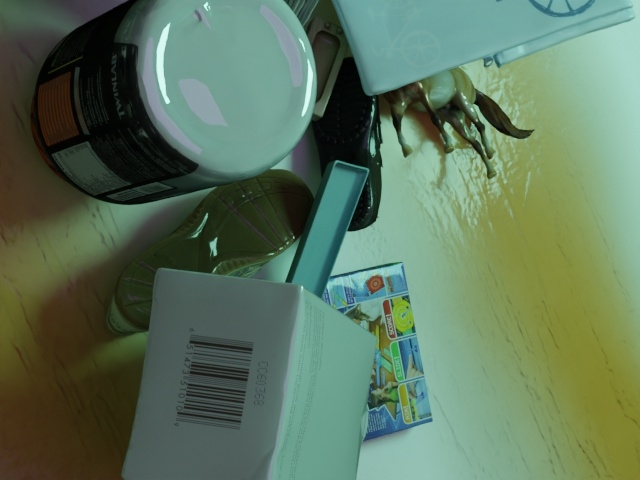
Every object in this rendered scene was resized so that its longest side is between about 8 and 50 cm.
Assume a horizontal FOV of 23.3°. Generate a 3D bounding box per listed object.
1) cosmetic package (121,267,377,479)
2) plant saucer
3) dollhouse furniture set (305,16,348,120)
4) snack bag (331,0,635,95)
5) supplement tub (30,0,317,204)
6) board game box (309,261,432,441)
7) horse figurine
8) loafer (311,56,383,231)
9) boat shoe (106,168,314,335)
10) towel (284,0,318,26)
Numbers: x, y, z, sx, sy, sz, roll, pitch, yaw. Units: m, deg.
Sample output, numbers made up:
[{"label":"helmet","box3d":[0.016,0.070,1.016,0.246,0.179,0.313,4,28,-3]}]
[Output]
[{"label":"cosmetic package","box3d":[-0.058,0.168,1.618,0.156,0.385,0.217,7,79,13]},{"label":"plant saucer","box3d":[0.000,0.000,1.793,0.067,0.018,0.192,11,100,-52]},{"label":"dollhouse furniture set","box3d":[-0.041,-0.219,1.781,0.151,0.123,0.144,23,75,-12]},{"label":"snack bag","box3d":[0.158,-0.345,1.840,0.342,0.037,0.323,-20,72,-3]},{"label":"supplement tub","box3d":[-0.167,-0.146,1.600,0.207,0.338,0.207,2,85,-30]},{"label":"board game box","box3d":[0.055,0.137,1.877,0.136,0.035,0.201,-11,92,-30]},{"label":"horse figurine","box3d":[0.148,-0.169,1.904,0.263,0.066,0.174,8,52,-46]},{"label":"loafer","box3d":[0.036,-0.112,1.873,0.078,0.080,0.220,37,52,-69]},{"label":"boat shoe","box3d":[-0.128,0.011,1.765,0.285,0.089,0.105,-32,87,-31]},{"label":"towel","box3d":[-0.010,-0.370,1.713,0.034,0.209,0.285,14,57,-16]}]
